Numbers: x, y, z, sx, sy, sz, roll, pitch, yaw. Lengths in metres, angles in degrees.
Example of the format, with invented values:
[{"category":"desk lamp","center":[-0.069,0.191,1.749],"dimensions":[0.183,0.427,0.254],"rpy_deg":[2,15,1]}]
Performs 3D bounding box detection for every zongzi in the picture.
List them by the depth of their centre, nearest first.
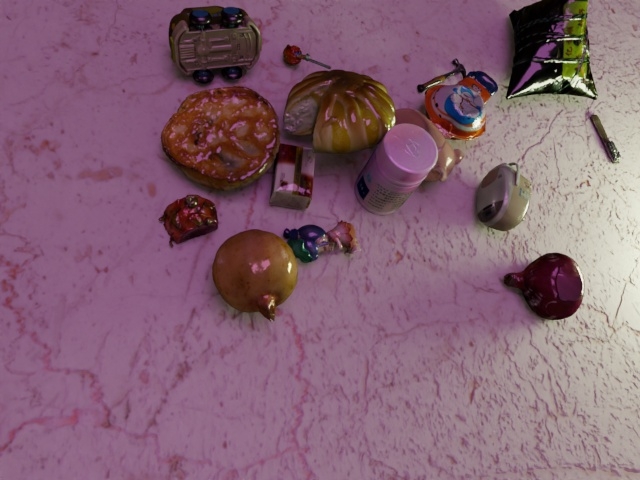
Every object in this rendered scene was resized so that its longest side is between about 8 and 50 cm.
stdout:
[{"category":"zongzi","center":[0.704,-0.600,1.983],"dimensions":[0.362,0.319,0.383],"rpy_deg":[-18,92,-23]}]

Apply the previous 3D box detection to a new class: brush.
[{"category":"brush","center":[0.951,-0.341,2.042],"dimensions":[0.034,0.027,0.190],"rpy_deg":[-8,70,-20]}]

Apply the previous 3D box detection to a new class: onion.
[{"category":"onion","center":[0.623,0.116,1.709],"dimensions":[0.218,0.140,0.195],"rpy_deg":[14,72,-5]}]

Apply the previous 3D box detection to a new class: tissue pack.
[{"category":"tissue pack","center":[-0.074,-0.171,1.647],"dimensions":[0.106,0.099,0.148],"rpy_deg":[9,66,-12]}]

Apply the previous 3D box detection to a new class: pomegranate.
[{"category":"pomegranate","center":[-0.156,0.073,1.466],"dimensions":[0.207,0.207,0.207],"rpy_deg":[6,67,-13]}]

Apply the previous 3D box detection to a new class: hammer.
[{"category":"hammer","center":[0.390,-0.516,1.964],"dimensions":[0.201,0.021,0.078],"rpy_deg":[-32,79,-24]}]

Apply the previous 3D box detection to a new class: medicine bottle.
[{"category":"medicine bottle","center":[0.197,-0.185,1.642],"dimensions":[0.152,0.254,0.152],"rpy_deg":[6,66,-13]}]

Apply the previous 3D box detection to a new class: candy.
[{"category":"candy","center":[-0.038,-0.524,1.784],"dimensions":[0.060,0.060,0.201],"rpy_deg":[-35,44,-25]}]

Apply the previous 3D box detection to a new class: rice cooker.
[{"category":"rice cooker","center":[0.529,-0.123,1.772],"dimensions":[0.127,0.145,0.206],"rpy_deg":[31,59,-15]}]

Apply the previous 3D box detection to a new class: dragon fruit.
[{"category":"dragon fruit","center":[-0.323,-0.059,1.535],"dimensions":[0.147,0.096,0.102],"rpy_deg":[-19,78,-20]}]

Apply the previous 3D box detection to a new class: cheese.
[{"category":"cheese","center":[0.432,-0.416,1.875],"dimensions":[0.217,0.129,0.329],"rpy_deg":[42,57,4]}]

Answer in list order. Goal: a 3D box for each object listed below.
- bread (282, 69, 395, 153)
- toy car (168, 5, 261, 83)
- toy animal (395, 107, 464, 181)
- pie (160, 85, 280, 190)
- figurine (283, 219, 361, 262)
[{"category":"bread","center":[0.054,-0.365,1.669],"dimensions":[0.333,0.160,0.333],"rpy_deg":[-3,38,2]},{"category":"toy car","center":[-0.306,-0.580,1.727],"dimensions":[0.248,0.204,0.198],"rpy_deg":[-11,49,-17]},{"category":"toy animal","center":[0.278,-0.272,1.756],"dimensions":[0.250,0.154,0.166],"rpy_deg":[40,64,3]},{"category":"pie","center":[-0.255,-0.267,1.622],"dimensions":[0.315,0.092,0.315],"rpy_deg":[0,69,-1]},{"category":"figurine","center":[0.000,0.000,1.606],"dimensions":[0.195,0.111,0.102],"rpy_deg":[-12,89,-23]}]
